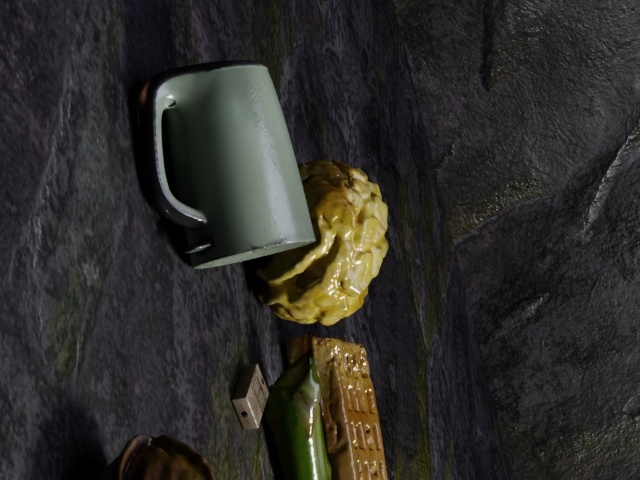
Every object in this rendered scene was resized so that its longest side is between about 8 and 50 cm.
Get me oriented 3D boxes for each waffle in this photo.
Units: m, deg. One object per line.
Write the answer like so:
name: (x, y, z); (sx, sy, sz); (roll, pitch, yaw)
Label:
waffle: (0.031, 0.313, 2.028); (0.224, 0.098, 0.328); (34, 47, -71)

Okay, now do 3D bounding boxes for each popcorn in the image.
popcorn: (0.000, 0.000, 1.941); (0.250, 0.190, 0.250); (-159, -90, -80)

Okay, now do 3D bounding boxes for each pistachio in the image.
pistachio: (-0.171, 0.288, 1.281); (0.210, 0.130, 0.165); (-72, 150, -44)

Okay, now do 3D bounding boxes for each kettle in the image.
kettle: (-0.130, -0.099, 1.668); (0.240, 0.165, 0.255); (-10, 88, -46)

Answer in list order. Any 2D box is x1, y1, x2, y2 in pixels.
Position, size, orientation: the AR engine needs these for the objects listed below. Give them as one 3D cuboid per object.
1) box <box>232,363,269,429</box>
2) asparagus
box: (-0.096, 0.214, 1.782); (0.083, 0.024, 0.053); (-71, 146, -58)
asparagus: (-0.020, 0.329, 1.858); (0.085, 0.082, 0.343); (-11, 99, -33)
